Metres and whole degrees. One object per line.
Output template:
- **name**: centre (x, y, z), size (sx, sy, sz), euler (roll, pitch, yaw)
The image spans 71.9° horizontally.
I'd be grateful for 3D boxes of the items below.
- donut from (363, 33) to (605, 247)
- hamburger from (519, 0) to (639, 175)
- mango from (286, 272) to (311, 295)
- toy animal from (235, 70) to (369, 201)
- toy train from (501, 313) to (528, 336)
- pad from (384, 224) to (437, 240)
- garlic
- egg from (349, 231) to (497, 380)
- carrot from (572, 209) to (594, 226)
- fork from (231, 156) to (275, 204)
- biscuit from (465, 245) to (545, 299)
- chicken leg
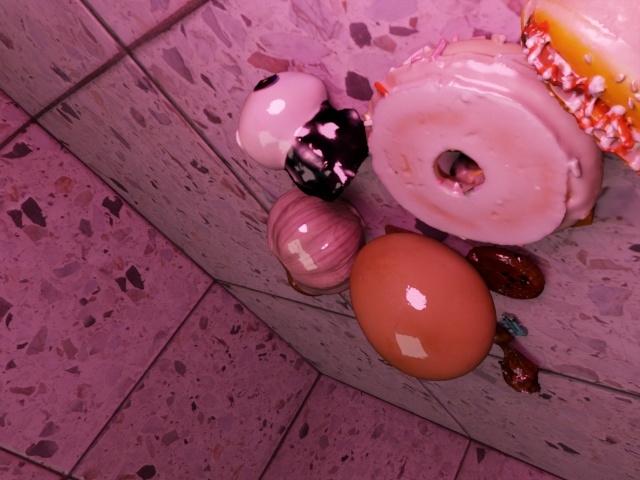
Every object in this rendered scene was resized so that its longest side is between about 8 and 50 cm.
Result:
- **donut**: centre (0.249, -0.151, 0.709), size (0.382, 0.143, 0.383), euler (28, 155, 14)
- **hamburger**: centre (0.339, -0.171, 0.456), size (0.295, 0.227, 0.151), euler (34, 127, -1)
- **mango**: centre (-0.028, 0.113, 1.582), size (0.201, 0.153, 0.287), euler (27, 161, -12)
- **toy animal**: centre (-0.029, -0.213, 0.896), size (0.266, 0.213, 0.212), euler (38, 157, 1)
- **toy train**: centre (0.542, 0.238, 1.237), size (0.045, 0.029, 0.092), euler (-12, 129, 49)
- **pad**: centre (0.318, 0.089, 1.201), size (0.323, 0.055, 0.250), euler (40, 163, 34)
- **garlic**: centre (0.000, 0.000, 1.209), size (0.318, 0.259, 0.317), euler (57, -174, -9)
- **egg**: centre (0.232, 0.146, 1.041), size (0.374, 0.300, 0.301), euler (56, 166, 24)
- **carrot**: centre (0.410, -0.055, 0.821), size (0.170, 0.042, 0.042), euler (15, 151, 41)
- **fork**: centre (-0.203, -0.175, 1.410), size (0.235, 0.021, 0.039), euler (43, 152, -22)
- **biscuit**: centre (0.430, 0.074, 1.036), size (0.192, 0.049, 0.192), euler (30, 164, 9)
- **chicken leg**: centre (0.589, 0.357, 1.351), size (0.113, 0.093, 0.305), euler (-12, 124, 36)
